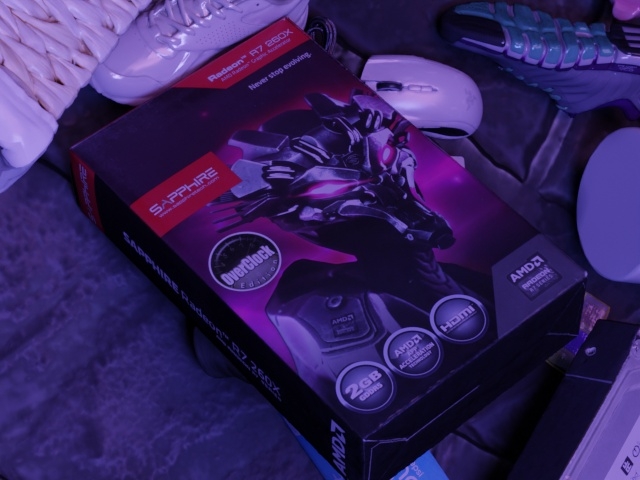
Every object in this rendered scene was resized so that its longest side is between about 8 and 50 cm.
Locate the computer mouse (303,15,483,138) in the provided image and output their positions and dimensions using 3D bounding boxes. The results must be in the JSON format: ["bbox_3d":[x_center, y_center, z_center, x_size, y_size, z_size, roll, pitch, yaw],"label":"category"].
[{"bbox_3d":[0.072,-0.138,1.636,0.193,0.042,0.106,6,78,-26],"label":"computer mouse"}]

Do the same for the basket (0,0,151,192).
[{"bbox_3d":[-0.309,-0.212,1.303,0.331,0.328,0.266,42,62,-14],"label":"basket"}]

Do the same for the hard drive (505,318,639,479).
[{"bbox_3d":[0.244,0.272,1.602,0.237,0.064,0.339,50,63,-34],"label":"hard drive"}]

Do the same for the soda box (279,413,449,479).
[{"bbox_3d":[0.059,0.208,1.559,0.071,0.067,0.210,-38,100,-27],"label":"soda box"}]

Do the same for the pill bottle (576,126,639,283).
[{"bbox_3d":[0.419,-0.020,1.709,0.333,0.188,0.188,5,79,-26],"label":"pill bottle"}]

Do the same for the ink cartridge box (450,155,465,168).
[{"bbox_3d":[0.107,-0.034,1.644,0.048,0.028,0.083,1,81,-27],"label":"ink cartridge box"}]

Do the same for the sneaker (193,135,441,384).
[{"bbox_3d":[0.026,0.025,1.526,0.286,0.130,0.109,-50,135,-20],"label":"sneaker"}]

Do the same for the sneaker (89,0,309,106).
[{"bbox_3d":[-0.099,-0.194,1.511,0.232,0.115,0.090,-30,74,-31],"label":"sneaker"}]

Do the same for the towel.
[{"bbox_3d":[0.236,0.083,1.701,0.060,0.009,0.083,36,68,-18],"label":"towel"}]

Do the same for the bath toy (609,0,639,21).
[{"bbox_3d":[0.331,-0.286,1.748,0.129,0.151,0.348,-34,101,-57],"label":"bath toy"}]

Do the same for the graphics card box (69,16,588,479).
[{"bbox_3d":[0.000,0.000,1.426,0.232,0.094,0.371,-33,59,-22],"label":"graphics card box"}]

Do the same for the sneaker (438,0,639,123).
[{"bbox_3d":[0.214,-0.158,1.696,0.223,0.098,0.083,9,35,-6],"label":"sneaker"}]
